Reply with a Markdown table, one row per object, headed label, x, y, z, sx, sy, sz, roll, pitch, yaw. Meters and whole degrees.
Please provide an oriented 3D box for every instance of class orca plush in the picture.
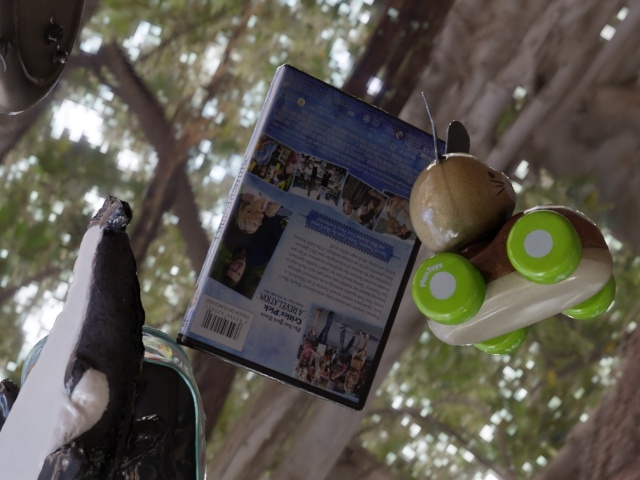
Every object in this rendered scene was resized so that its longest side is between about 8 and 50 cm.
| label | x | y | z | sx | sy | sz | roll | pitch | yaw |
| --- | --- | --- | --- | --- | --- | --- | --- | --- | --- |
| orca plush | -0.162 | 0.116 | 1.072 | 0.102 | 0.151 | 0.287 | 20 | -108 | -34 |

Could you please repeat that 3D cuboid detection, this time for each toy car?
| label | x | y | z | sx | sy | sz | roll | pitch | yaw |
| --- | --- | --- | --- | --- | --- | --- | --- | --- | --- |
| toy car | 0.130 | -0.025 | 1.148 | 0.155 | 0.149 | 0.188 | 33 | -145 | -63 |

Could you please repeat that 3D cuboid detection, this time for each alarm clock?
| label | x | y | z | sx | sy | sz | roll | pitch | yaw |
| --- | --- | --- | --- | --- | --- | --- | --- | --- | --- |
| alarm clock | -0.151 | -0.140 | 0.736 | 0.064 | 0.129 | 0.192 | 8 | -139 | 5 |

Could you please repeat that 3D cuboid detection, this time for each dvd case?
| label | x | y | z | sx | sy | sz | roll | pitch | yaw |
| --- | --- | --- | --- | --- | --- | --- | --- | --- | --- |
| dvd case | 0.000 | 0.000 | 1.265 | 0.180 | 0.022 | 0.253 | 24 | -99 | -24 |

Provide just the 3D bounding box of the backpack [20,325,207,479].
| label | x | y | z | sx | sy | sz | roll | pitch | yaw |
| --- | --- | --- | --- | --- | --- | --- | --- | --- | --- |
| backpack | -0.178 | 0.161 | 1.252 | 0.166 | 0.188 | 0.144 | 0 | -154 | -5 |
